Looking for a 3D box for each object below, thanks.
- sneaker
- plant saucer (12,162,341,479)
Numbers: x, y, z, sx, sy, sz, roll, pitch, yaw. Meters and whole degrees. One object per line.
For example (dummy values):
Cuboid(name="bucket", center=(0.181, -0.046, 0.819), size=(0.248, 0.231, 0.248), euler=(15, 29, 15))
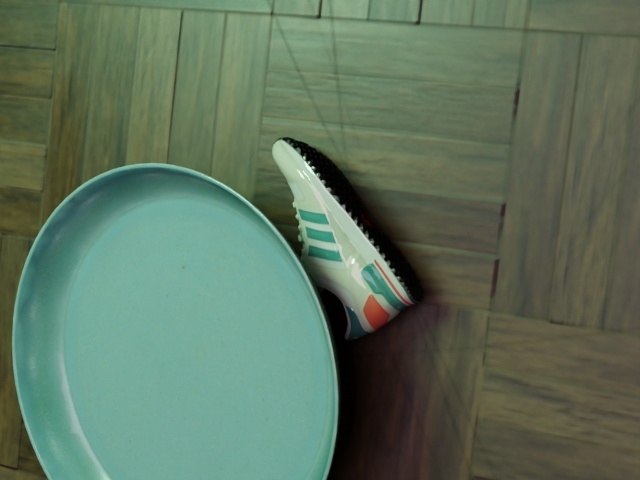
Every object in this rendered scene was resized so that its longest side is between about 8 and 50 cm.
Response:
Cuboid(name="sneaker", center=(0.000, 0.000, 0.890), size=(0.075, 0.057, 0.161), euler=(-41, 78, 15))
Cuboid(name="plant saucer", center=(-0.110, 0.099, 0.930), size=(0.317, 0.043, 0.318), euler=(4, 98, 32))
